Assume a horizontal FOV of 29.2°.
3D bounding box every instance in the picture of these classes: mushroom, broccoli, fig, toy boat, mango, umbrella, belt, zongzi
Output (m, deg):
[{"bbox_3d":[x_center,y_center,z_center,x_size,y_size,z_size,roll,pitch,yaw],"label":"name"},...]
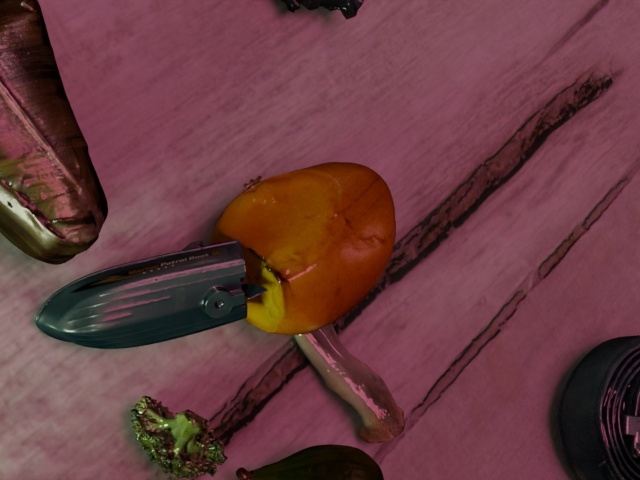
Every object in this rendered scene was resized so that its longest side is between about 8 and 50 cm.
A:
[{"bbox_3d":[0.028,0.163,1.515,0.202,0.054,0.059,51,48,-7],"label":"mushroom"},{"bbox_3d":[-0.154,0.209,1.336,0.095,0.092,0.097,4,46,-37],"label":"broccoli"},{"bbox_3d":[-0.015,0.287,1.413,0.177,0.117,0.117,6,73,-15],"label":"fig"},{"bbox_3d":[-0.190,0.062,1.346,0.246,0.103,0.093,-13,120,-21],"label":"toy boat"},{"bbox_3d":[0.000,0.000,1.478,0.257,0.138,0.187,-27,65,-36],"label":"mango"},{"bbox_3d":[-0.052,-0.340,1.591,0.224,0.080,0.071,17,102,-29],"label":"umbrella"},{"bbox_3d":[0.447,0.243,1.758,0.206,0.116,0.267,53,55,-16],"label":"belt"},{"bbox_3d":[-0.373,-0.089,1.226,0.288,0.134,0.286,-21,87,-40],"label":"zongzi"}]
